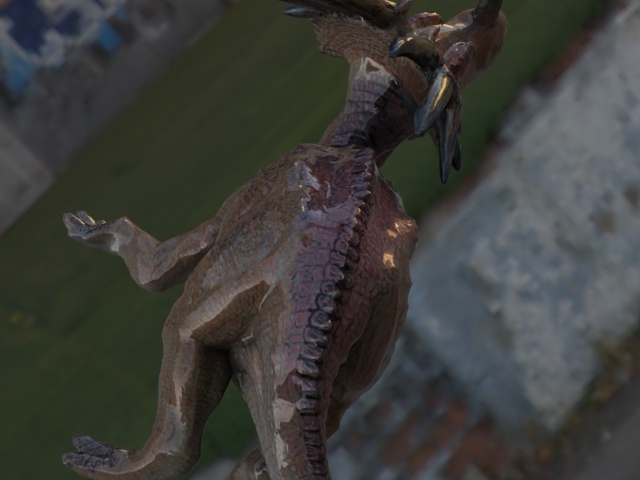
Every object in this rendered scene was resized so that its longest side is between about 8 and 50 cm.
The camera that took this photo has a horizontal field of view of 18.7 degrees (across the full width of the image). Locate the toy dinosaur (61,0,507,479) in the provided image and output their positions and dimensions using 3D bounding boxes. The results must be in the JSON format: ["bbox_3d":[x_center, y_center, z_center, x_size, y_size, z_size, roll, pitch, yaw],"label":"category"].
[{"bbox_3d":[0.000,0.000,0.773,0.200,0.127,0.296,-48,24,25],"label":"toy dinosaur"}]
